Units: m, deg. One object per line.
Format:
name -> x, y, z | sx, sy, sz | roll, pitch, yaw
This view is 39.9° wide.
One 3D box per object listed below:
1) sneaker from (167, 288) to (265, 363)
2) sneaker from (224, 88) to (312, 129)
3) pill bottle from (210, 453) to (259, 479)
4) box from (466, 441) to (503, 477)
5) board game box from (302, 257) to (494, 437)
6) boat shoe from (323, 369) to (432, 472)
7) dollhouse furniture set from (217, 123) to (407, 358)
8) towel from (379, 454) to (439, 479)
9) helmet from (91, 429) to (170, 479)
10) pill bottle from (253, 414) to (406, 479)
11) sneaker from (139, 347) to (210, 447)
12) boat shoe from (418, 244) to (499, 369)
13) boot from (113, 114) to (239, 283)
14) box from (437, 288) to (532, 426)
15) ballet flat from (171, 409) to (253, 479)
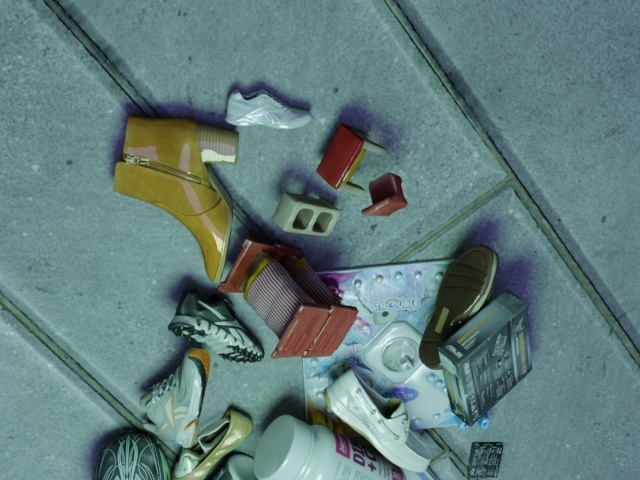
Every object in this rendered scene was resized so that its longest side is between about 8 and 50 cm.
sneaker -> -0.185, 0.158, 1.668 | 0.078, 0.106, 0.234 | -16, 145, 37
sneaker -> -0.088, -0.228, 1.529 | 0.152, 0.054, 0.061 | 3, 110, -9
pill bottle -> -0.205, 0.571, 1.819 | 0.130, 0.130, 0.246 | 32, 106, -20
box -> 0.358, 0.479, 1.921 | 0.067, 0.018, 0.083 | 1, 113, -8
board game box -> 0.159, 0.231, 1.767 | 0.390, 0.050, 0.390 | -5, 114, -6
boat shoe -> 0.134, 0.355, 1.736 | 0.277, 0.098, 0.096 | 40, 104, -20
dollhouse furniture set -> 0.000, 0.000, 1.534 | 0.152, 0.201, 0.374 | 9, 117, -47
towel -> 0.121, 0.569, 1.920 | 0.285, 0.034, 0.209 | -36, 116, 10
helmet -> -0.374, 0.469, 1.743 | 0.169, 0.169, 0.161 | -2, 131, -7
pill bottle -> 0.019, 0.461, 1.734 | 0.283, 0.160, 0.160 | 33, 105, -25
sneaker -> -0.284, 0.299, 1.684 | 0.121, 0.099, 0.262 | 14, 128, -5
boat shoe -> 0.272, 0.125, 1.674 | 0.095, 0.095, 0.257 | 8, 113, -48
boot -> -0.258, -0.072, 1.556 | 0.211, 0.104, 0.295 | 5, 108, -4
box -> 0.318, 0.227, 1.678 | 0.183, 0.056, 0.231 | -39, 140, -17
ballet flat -> -0.239, 0.426, 1.782 | 0.232, 0.080, 0.073 | -43, 118, 1
